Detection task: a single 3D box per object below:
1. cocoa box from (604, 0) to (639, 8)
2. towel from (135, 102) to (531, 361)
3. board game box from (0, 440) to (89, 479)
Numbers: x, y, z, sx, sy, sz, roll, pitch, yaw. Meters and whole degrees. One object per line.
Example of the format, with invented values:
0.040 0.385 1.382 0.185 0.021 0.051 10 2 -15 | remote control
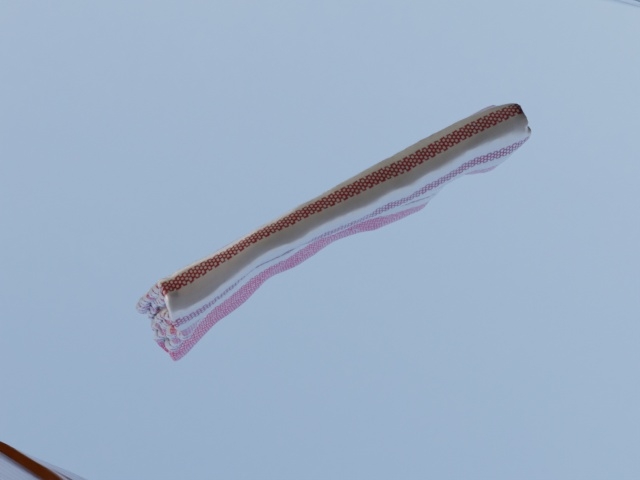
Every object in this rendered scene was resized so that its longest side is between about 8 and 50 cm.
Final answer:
0.108 -0.226 0.856 0.231 0.228 0.347 6 -170 -44 | cocoa box
0.000 0.000 0.756 0.144 0.197 0.029 -29 -90 -9 | towel
-0.020 0.269 0.328 0.356 0.356 0.356 30 172 16 | board game box
